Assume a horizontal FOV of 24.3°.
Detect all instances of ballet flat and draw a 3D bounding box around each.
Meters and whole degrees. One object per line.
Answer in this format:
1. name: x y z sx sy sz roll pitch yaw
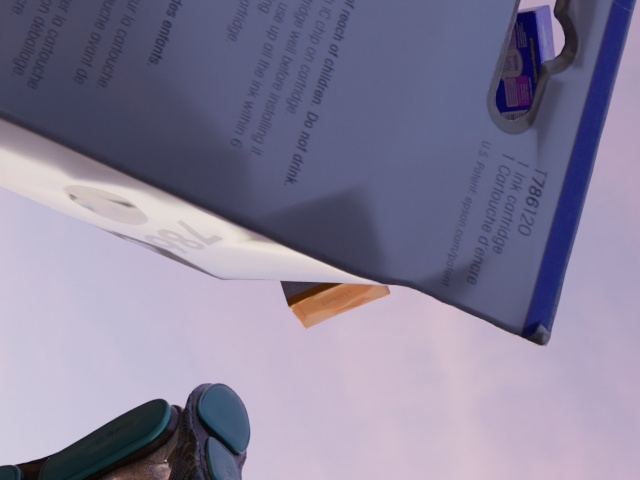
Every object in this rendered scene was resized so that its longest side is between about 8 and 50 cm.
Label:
1. ballet flat: -0.233 0.241 1.287 0.316 0.107 0.106 -22 -61 17
2. ballet flat: -0.092 0.166 1.123 0.188 0.070 0.070 -91 -173 -74

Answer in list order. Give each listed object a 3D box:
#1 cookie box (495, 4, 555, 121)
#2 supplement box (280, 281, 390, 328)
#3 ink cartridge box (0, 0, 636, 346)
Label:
1. cookie box: 0.145 -0.118 1.059 0.040 0.107 0.092 -6 -81 15
2. supplement box: 0.000 0.000 0.960 0.062 0.036 0.098 -23 -125 8
3. ink cartridge box: -0.074 -0.103 0.362 0.065 0.332 0.165 -23 -134 63
